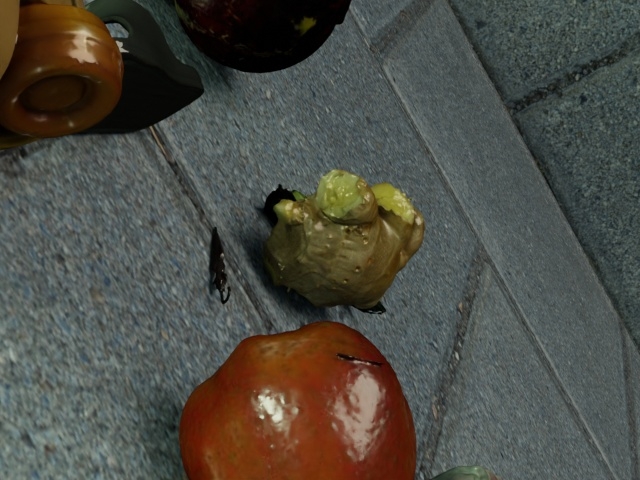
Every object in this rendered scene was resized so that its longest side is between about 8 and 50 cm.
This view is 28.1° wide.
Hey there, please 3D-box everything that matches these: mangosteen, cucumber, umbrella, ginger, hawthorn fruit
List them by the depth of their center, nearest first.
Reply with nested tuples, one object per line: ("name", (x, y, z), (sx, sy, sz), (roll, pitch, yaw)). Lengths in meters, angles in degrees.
("hawthorn fruit", (-0.013, 0.171, 0.968), (0.185, 0.185, 0.202), (36, 35, -53))
("umbrella", (-0.096, 0.024, 1.199), (0.013, 0.022, 0.122), (24, 24, -23))
("ginger", (0.020, 0.003, 1.327), (0.216, 0.157, 0.102), (27, 24, -50))
("mangosteen", (-0.091, -0.305, 1.404), (0.265, 0.228, 0.228), (18, 28, -4))
("cucumber", (0.000, 0.000, 1.443), (0.220, 0.046, 0.070), (51, 19, -35))

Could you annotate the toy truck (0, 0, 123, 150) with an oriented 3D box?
("toy truck", (-0.244, -0.147, 0.735), (0.288, 0.211, 0.204), (37, 31, -59))

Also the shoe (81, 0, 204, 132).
("shoe", (-0.179, -0.152, 1.083), (0.093, 0.108, 0.241), (63, 11, 6))

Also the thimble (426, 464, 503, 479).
("thimble", (0.122, 0.314, 1.176), (0.185, 0.149, 0.211), (65, 18, 14))
